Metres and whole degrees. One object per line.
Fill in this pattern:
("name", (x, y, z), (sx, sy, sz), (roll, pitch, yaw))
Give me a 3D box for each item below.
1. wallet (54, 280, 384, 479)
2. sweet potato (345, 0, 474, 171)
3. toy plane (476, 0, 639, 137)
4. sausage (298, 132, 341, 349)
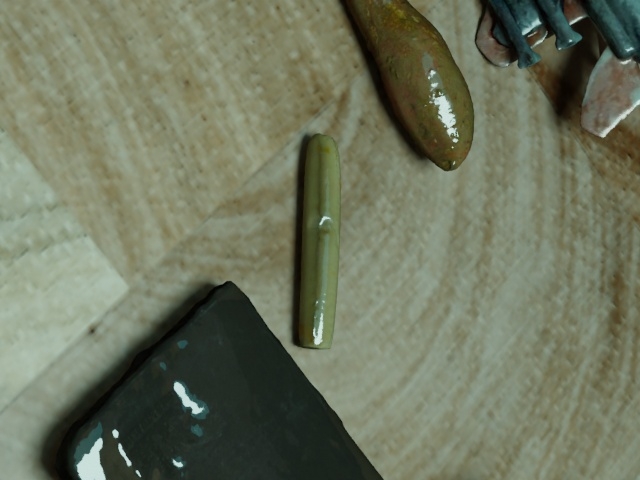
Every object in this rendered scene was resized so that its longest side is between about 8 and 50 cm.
("wallet", (-0.012, 0.186, 0.986), (0.165, 0.042, 0.309), (-45, 107, -33))
("sweet potato", (0.042, -0.144, 1.073), (0.050, 0.050, 0.214), (-32, 100, -33))
("toy plane", (0.173, -0.242, 1.144), (0.223, 0.104, 0.326), (-26, 92, -5))
("sausage", (0.000, 0.000, 1.037), (0.024, 0.024, 0.132), (9, 78, -31))
